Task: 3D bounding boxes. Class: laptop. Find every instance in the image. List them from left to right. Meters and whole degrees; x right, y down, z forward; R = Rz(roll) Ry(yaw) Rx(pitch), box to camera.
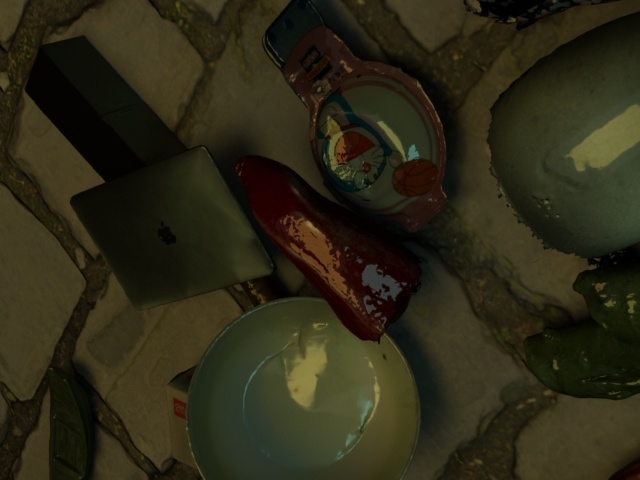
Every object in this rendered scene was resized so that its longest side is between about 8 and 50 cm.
[{"bbox_3d":[-0.197,-0.010,1.272,0.269,0.015,0.188,-16,111,37],"label":"laptop"}]

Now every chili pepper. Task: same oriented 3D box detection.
[{"bbox_3d":[0.000,0.000,1.082,0.252,0.144,0.136,40,133,-6],"label":"chili pepper"}]

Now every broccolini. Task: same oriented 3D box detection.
[{"bbox_3d":[0.357,0.050,0.940,0.218,0.044,0.042,27,110,21],"label":"broccolini"}]

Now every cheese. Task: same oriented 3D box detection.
[{"bbox_3d":[0.038,-0.137,1.079,0.189,0.074,0.286,-39,84,41],"label":"cheese"}]

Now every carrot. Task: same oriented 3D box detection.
[{"bbox_3d":[-0.104,0.036,1.282,0.254,0.049,0.049,50,132,2],"label":"carrot"}]

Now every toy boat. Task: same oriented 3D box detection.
[{"bbox_3d":[-0.432,0.333,1.692,0.093,0.055,0.293,26,125,29],"label":"toy boat"}]

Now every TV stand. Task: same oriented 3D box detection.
[{"bbox_3d":[-0.280,-0.150,1.327,0.269,0.082,0.088,46,130,12],"label":"TV stand"}]

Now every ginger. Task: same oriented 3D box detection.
[{"bbox_3d":[0.293,0.082,0.936,0.137,0.089,0.290,14,151,-2],"label":"ginger"}]

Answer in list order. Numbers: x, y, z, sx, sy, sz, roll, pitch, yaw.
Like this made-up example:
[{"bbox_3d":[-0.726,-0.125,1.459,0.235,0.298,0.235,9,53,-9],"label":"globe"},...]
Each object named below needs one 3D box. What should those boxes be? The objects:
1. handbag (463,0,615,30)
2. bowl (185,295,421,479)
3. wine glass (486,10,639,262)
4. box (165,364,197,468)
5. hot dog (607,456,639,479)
[{"bbox_3d":[0.182,-0.300,0.852,0.207,0.127,0.229,-12,110,41],"label":"handbag"},{"bbox_3d":[-0.023,0.213,1.196,0.277,0.277,0.145,53,171,7],"label":"bowl"},{"bbox_3d":[0.302,-0.125,0.795,0.357,0.190,0.190,-37,85,44],"label":"wine glass"},{"bbox_3d":[-0.098,0.282,1.380,0.269,0.079,0.135,17,119,33],"label":"box"},{"bbox_3d":[0.362,0.250,1.007,0.188,0.055,0.072,-42,52,37],"label":"hot dog"}]
